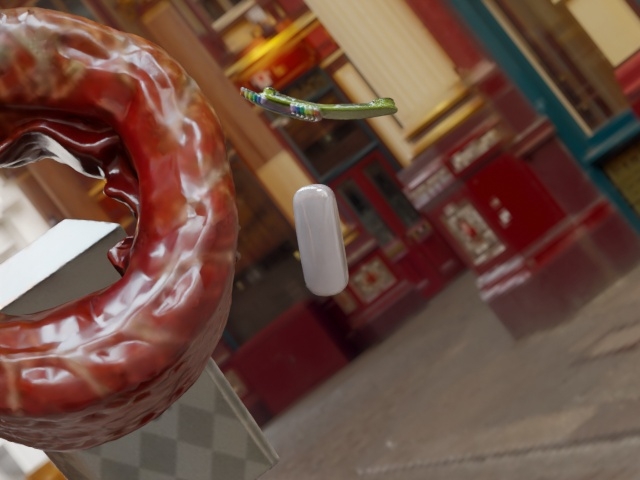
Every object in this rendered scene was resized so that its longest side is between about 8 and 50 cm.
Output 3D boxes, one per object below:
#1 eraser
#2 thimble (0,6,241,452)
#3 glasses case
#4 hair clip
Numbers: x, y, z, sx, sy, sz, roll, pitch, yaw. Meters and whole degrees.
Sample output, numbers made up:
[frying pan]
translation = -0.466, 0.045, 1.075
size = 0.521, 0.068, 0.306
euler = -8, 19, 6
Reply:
[eraser]
translation = -0.221, 0.165, 1.418
size = 0.213, 0.396, 0.082
euler = -35, 39, -10
[thimble]
translation = -0.230, -0.005, 1.103
size = 0.350, 0.350, 0.230
euler = -38, -8, -12
[glasses case]
translation = 0.000, 0.000, 0.961
size = 0.032, 0.083, 0.021
euler = -8, 10, 14
[hair clip]
translation = 0.000, -0.155, 1.529
size = 0.188, 0.033, 0.060
euler = 7, -5, 21
